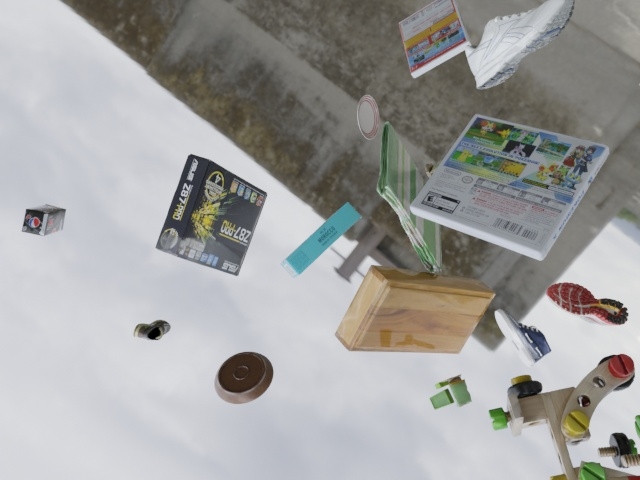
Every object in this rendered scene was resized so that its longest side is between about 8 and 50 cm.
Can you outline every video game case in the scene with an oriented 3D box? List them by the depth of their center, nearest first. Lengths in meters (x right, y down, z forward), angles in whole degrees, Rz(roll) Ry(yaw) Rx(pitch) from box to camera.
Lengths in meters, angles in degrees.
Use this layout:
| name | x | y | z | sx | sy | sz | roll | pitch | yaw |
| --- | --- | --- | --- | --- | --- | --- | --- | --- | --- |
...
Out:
| name | x | y | z | sx | sy | sz | roll | pitch | yaw |
| --- | --- | --- | --- | --- | --- | --- | --- | --- | --- |
| video game case | 0.408 | -0.130 | 1.569 | 0.329 | 0.300 | 0.036 | 23 | 159 | 38 |
| video game case | 0.363 | -0.666 | 2.301 | 0.025 | 0.204 | 0.285 | 42 | -148 | -41 |

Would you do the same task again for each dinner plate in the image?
| name | x | y | z | sx | sy | sz | roll | pitch | yaw |
| --- | --- | --- | --- | --- | --- | --- | --- | --- | --- |
| dinner plate | 0.148 | -0.392 | 2.272 | 0.017 | 0.141 | 0.141 | -1 | 173 | 34 |

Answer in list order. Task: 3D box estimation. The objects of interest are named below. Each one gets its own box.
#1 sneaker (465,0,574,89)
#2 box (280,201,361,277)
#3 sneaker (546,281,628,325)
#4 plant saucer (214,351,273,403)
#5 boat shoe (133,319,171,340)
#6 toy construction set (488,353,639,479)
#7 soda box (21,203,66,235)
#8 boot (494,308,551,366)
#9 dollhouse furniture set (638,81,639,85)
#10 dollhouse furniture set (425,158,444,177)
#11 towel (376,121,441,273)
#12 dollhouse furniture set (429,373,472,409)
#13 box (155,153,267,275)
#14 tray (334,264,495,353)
| name | x | y | z | sx | sy | sz | roll | pitch | yaw |
| --- | --- | --- | --- | --- | --- | --- | --- | --- | --- |
| sneaker | 0.443 | -0.473 | 1.637 | 0.111 | 0.297 | 0.129 | -18 | -104 | -46 |
| box | 0.000 | 0.000 | 2.000 | 0.060 | 0.244 | 0.100 | 48 | 166 | -2 |
| sneaker | 0.728 | 0.187 | 1.981 | 0.225 | 0.088 | 0.092 | 23 | 161 | -2 |
| plant saucer | -0.213 | 0.366 | 1.946 | 0.168 | 0.169 | 0.029 | 53 | 166 | 44 |
| boat shoe | -0.462 | 0.257 | 1.998 | 0.049 | 0.056 | 0.152 | 22 | -170 | 21 |
| toy construction set | 0.389 | 0.312 | 1.081 | 0.237 | 0.257 | 0.309 | -6 | 177 | 5 |
| soda box | -0.666 | -0.050 | 1.728 | 0.053 | 0.060 | 0.169 | 12 | -175 | -6 |
| boot | 0.585 | 0.264 | 2.065 | 0.190 | 0.086 | 0.069 | 59 | 170 | -3 |
| dollhouse furniture set | 0.822 | -0.356 | 1.599 | 0.144 | 0.123 | 0.151 | 21 | -146 | 3 |
| dollhouse furniture set | 0.394 | -0.227 | 1.933 | 0.101 | 0.182 | 0.161 | 52 | -149 | -14 |
| towel | 0.225 | -0.100 | 1.779 | 0.325 | 0.038 | 0.247 | 52 | -148 | -38 |
| dollhouse furniture set | 0.343 | 0.381 | 1.801 | 0.152 | 0.059 | 0.076 | -6 | -113 | -44 |
| box | -0.346 | -0.071 | 2.338 | 0.097 | 0.318 | 0.395 | 19 | 175 | 26 |
| tray | 0.246 | 0.182 | 1.781 | 0.411 | 0.202 | 0.076 | 9 | -155 | -40 |
